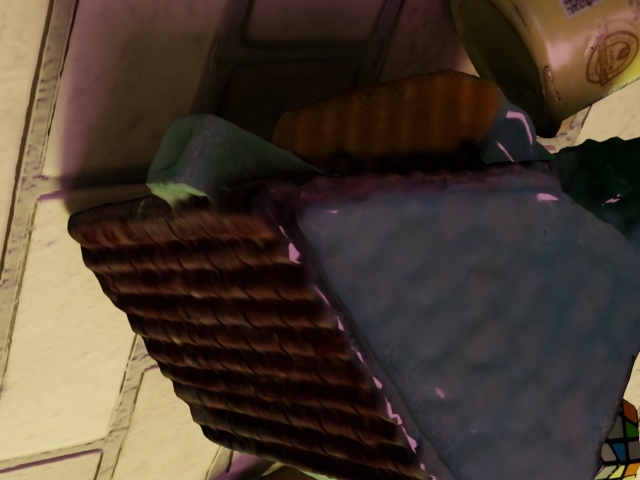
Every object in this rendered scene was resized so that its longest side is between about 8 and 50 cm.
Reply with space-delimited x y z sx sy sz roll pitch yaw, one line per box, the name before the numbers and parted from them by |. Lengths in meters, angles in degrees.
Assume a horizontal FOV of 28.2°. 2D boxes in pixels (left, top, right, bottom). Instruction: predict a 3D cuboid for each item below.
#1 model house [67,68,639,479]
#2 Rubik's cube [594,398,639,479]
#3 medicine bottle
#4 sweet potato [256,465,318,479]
model house | 0.000 0.000 0.672 0.249 0.280 0.230 33 72 -25
Rubik's cube | 0.215 0.176 1.108 0.133 0.112 0.133 -20 139 -19
medicine bottle | 0.196 -0.164 0.721 0.239 0.124 0.124 -30 143 -9
sweet potato | -0.010 0.188 0.987 0.249 0.059 0.069 -25 179 -12
